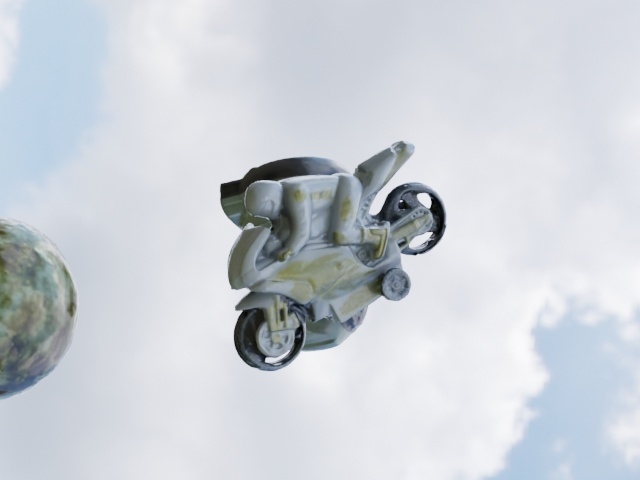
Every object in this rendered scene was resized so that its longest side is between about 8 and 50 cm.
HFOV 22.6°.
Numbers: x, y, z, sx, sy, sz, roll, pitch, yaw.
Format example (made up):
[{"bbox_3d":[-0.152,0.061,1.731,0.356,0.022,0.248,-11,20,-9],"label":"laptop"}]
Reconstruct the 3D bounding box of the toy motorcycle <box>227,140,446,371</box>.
[{"bbox_3d":[0.000,0.000,1.352,0.229,0.151,0.074,-38,-164,-11],"label":"toy motorcycle"}]

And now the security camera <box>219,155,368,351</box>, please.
[{"bbox_3d":[-0.026,0.031,2.403,0.191,0.197,0.277,-12,-109,17],"label":"security camera"}]

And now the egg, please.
[{"bbox_3d":[-0.438,0.095,2.074,0.289,0.238,0.238,131,-40,-57],"label":"egg"}]
